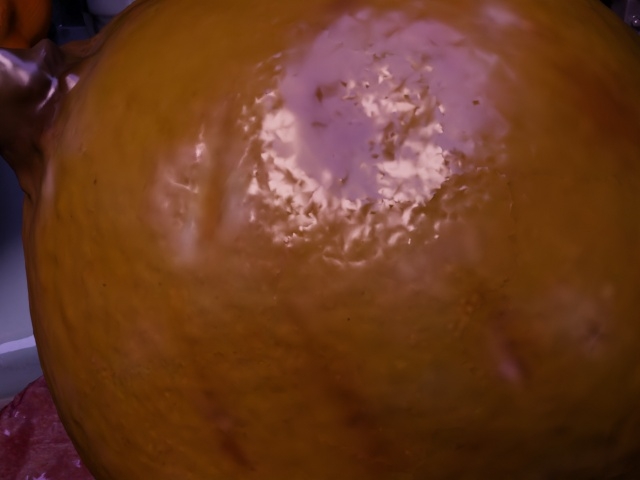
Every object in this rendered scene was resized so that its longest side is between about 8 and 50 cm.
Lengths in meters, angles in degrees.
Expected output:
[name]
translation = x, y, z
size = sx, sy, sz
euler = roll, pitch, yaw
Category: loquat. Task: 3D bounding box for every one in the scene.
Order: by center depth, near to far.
[loquat]
translation = 0.000, 0.000, 0.514
size = 0.246, 0.213, 0.213
euler = 26, 36, -14

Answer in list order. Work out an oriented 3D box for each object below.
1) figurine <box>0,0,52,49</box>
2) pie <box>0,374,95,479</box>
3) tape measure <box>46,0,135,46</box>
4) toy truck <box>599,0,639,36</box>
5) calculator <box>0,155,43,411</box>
[figurine]
translation = -0.239, -0.026, 0.572
size = 0.225, 0.205, 0.382
euler = 3, 56, 24
[pie]
translation = -0.052, 0.095, 0.597
size = 0.154, 0.036, 0.154
euler = 4, 38, -3
[tape measure]
translation = -0.028, -0.153, 0.840
size = 0.164, 0.084, 0.330
euler = 10, 26, 28
[toy truck]
translation = 0.241, -0.151, 0.860
size = 0.242, 0.125, 0.101
euler = -3, 38, -9
[calculator]
translation = -0.109, -0.008, 0.717
size = 0.295, 0.042, 0.184
euler = -17, 43, -22
